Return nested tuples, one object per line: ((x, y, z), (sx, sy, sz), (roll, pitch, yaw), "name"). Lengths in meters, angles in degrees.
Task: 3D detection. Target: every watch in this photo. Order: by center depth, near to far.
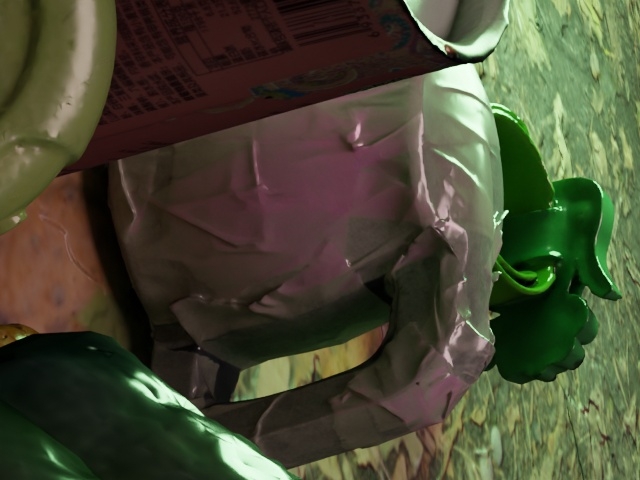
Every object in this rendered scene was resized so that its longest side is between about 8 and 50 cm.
((0.113, -0.002, 1.227), (0.152, 0.131, 0.165), (38, 49, -45), "watch")

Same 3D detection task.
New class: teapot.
((-0.005, -0.012, 0.876), (0.221, 0.178, 0.163), (-68, 142, -48), "teapot")

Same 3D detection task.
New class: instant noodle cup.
((-0.064, -0.143, 0.719), (0.243, 0.231, 0.243), (-9, 90, -66), "instant noodle cup")

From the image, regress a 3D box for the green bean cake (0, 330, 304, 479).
((-0.117, 0.199, 0.397), (0.308, 0.169, 0.300), (-19, 138, -60), "green bean cake")

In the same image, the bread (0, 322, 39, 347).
((-0.128, 0.073, 0.730), (0.081, 0.046, 0.083), (48, 39, -56), "bread")

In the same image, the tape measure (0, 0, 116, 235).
((-0.140, -0.068, 0.575), (0.087, 0.154, 0.177), (173, -76, -70), "tape measure")
